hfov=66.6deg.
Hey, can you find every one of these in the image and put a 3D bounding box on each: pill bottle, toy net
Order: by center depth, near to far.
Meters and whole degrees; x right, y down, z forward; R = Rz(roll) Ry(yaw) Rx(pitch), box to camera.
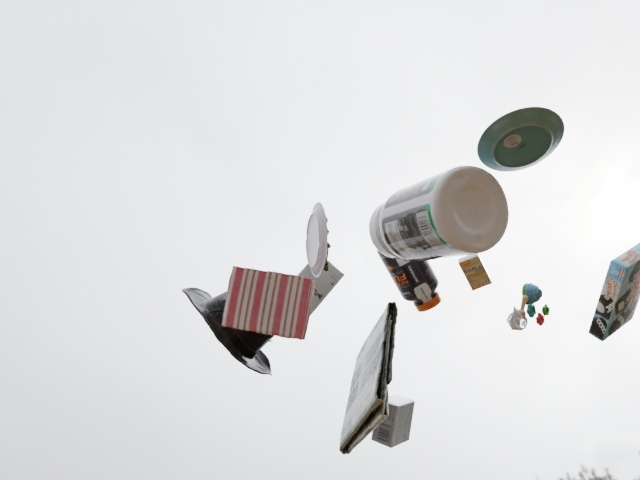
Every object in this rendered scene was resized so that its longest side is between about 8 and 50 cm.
[{"bbox_3d":[0.276,-0.052,1.235,0.204,0.361,0.204,2,-97,-20],"label":"pill bottle"},{"bbox_3d":[0.623,0.222,1.483,0.232,0.045,0.122,-28,-78,-38],"label":"toy net"},{"bbox_3d":[0.291,0.104,1.552,0.131,0.130,0.245,-29,-85,12],"label":"pill bottle"}]

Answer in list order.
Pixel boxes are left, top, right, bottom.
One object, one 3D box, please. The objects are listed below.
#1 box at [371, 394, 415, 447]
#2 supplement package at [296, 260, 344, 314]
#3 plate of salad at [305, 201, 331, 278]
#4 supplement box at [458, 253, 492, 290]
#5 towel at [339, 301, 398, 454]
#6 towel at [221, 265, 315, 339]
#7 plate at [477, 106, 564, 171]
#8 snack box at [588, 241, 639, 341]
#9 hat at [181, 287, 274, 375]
[{"bbox_3d":[0.226,0.556,1.510,0.137,0.072,0.126,16,-97,-55],"label":"box"},{"bbox_3d":[-0.035,0.139,1.405,0.105,0.179,0.105,42,-28,-1],"label":"supplement package"},{"bbox_3d":[0.000,0.000,1.266,0.048,0.199,0.199,1,-55,-15],"label":"plate of salad"},{"bbox_3d":[0.451,0.089,1.421,0.062,0.036,0.098,-26,-78,23],"label":"supplement box"},{"bbox_3d":[0.138,0.369,1.305,0.056,0.312,0.324,19,-45,-1],"label":"towel"},{"bbox_3d":[-0.119,0.143,1.118,0.197,0.144,0.029,10,-12,1],"label":"towel"},{"bbox_3d":[0.449,-0.216,1.091,0.188,0.024,0.188,-1,-37,-1],"label":"plate"},{"bbox_3d":[1.021,0.173,1.649,0.187,0.060,0.321,-24,-53,-25],"label":"snack box"},{"bbox_3d":[-0.203,0.194,1.269,0.134,0.331,0.331,-46,-58,-4],"label":"hat"}]
